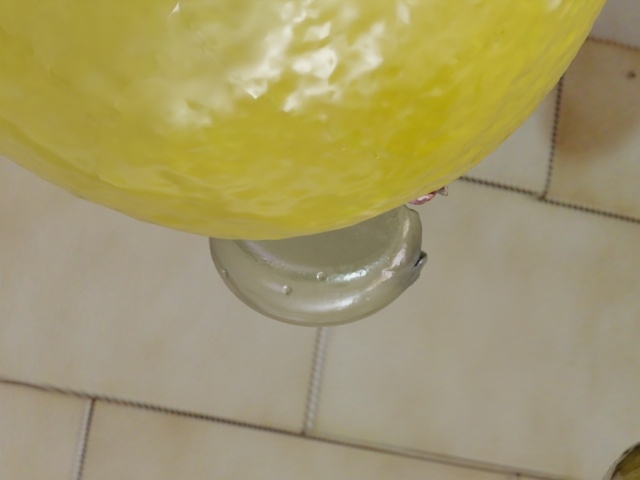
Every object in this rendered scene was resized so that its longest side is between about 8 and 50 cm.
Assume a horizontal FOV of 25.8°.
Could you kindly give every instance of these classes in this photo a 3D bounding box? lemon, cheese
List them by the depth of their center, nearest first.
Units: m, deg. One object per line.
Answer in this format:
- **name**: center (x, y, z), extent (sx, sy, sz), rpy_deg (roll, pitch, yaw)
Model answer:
- **lemon**: center (-0.029, -0.168, 0.552), extent (0.347, 0.348, 0.348), rpy_deg (3, 78, -13)
- **cheese**: center (0.000, 0.000, 1.326), extent (0.202, 0.091, 0.175), rpy_deg (19, 67, 8)

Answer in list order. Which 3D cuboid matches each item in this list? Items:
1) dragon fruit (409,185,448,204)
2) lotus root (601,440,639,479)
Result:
- **dragon fruit**: center (0.091, -0.136, 1.407), extent (0.262, 0.134, 0.212), rpy_deg (-14, 104, -30)
- **lotus root**: center (0.177, 0.149, 0.604), extent (0.124, 0.241, 0.123), rpy_deg (6, 67, 17)
